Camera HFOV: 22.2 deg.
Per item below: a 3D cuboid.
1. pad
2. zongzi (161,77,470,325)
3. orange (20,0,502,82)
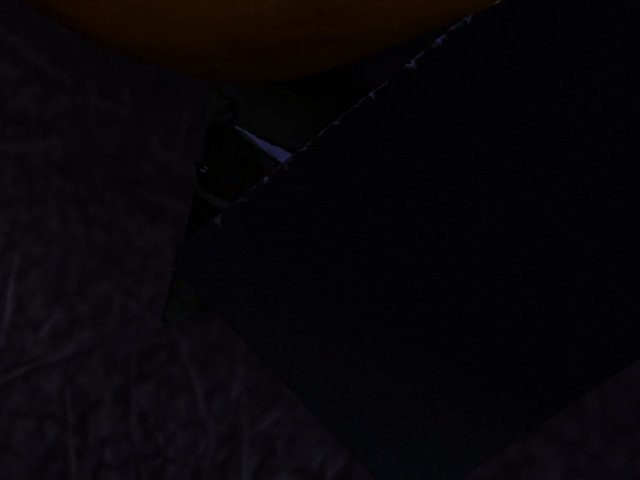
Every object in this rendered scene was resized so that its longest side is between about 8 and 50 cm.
[{"bbox_3d":[0.067,-0.005,0.579,0.211,0.003,0.143,-37,105,20],"label":"pad"},{"bbox_3d":[0.000,0.000,0.625,0.109,0.055,0.119,20,120,8],"label":"zongzi"},{"bbox_3d":[-0.014,-0.189,0.509,0.284,0.226,0.284,-15,58,26],"label":"orange"}]
